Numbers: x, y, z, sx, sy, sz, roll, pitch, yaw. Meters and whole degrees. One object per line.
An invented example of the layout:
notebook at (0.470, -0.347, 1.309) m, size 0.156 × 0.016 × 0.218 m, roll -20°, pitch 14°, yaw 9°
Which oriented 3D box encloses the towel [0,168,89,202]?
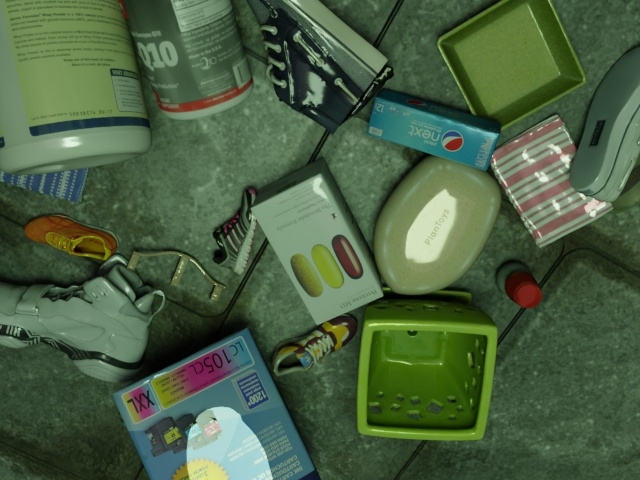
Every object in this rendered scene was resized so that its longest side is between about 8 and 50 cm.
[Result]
towel at (-0.564, -0.224, 1.100) m, size 0.336 × 0.040 × 0.243 m, roll 18°, pitch 107°, yaw -6°

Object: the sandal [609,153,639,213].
sandal at (0.595, -0.159, 1.044) m, size 0.120 × 0.086 × 0.303 m, roll 35°, pitch 109°, yaw -5°

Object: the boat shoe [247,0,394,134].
boat shoe at (-0.055, -0.315, 0.992) m, size 0.340 × 0.127 × 0.158 m, roll 36°, pitch 99°, yaw -11°

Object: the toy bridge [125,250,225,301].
toy bridge at (-0.268, 0.057, 1.175) m, size 0.188 × 0.026 × 0.063 m, roll 23°, pitch 82°, yaw -17°

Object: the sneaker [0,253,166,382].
sneaker at (-0.476, 0.110, 1.161) m, size 0.365 × 0.137 × 0.210 m, roll 26°, pitch 107°, yaw -12°

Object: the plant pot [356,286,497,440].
plant pot at (0.180, 0.206, 1.127) m, size 0.227 × 0.207 × 0.228 m, roll 3°, pitch 110°, yaw 2°

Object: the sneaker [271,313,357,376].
sneaker at (-0.010, 0.211, 1.201) m, size 0.185 × 0.084 × 0.069 m, roll -30°, pitch 106°, yaw 12°

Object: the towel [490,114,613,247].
towel at (0.400, -0.102, 1.082) m, size 0.144 × 0.029 × 0.197 m, roll -31°, pitch 91°, yaw 12°

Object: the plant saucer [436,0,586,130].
plant saucer at (0.314, -0.299, 1.030) m, size 0.188 × 0.045 × 0.188 m, roll -29°, pitch 106°, yaw 11°

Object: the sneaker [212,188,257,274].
sneaker at (-0.159, -0.018, 1.137) m, size 0.074 × 0.063 × 0.170 m, roll 12°, pitch 114°, yaw -9°

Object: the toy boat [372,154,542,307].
toy boat at (0.252, 0.012, 1.104) m, size 0.318 × 0.148 × 0.267 m, roll 34°, pitch 102°, yaw -2°

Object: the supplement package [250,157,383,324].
supplement package at (0.000, 0.000, 1.100) m, size 0.139 × 0.134 × 0.244 m, roll -26°, pitch 107°, yaw 11°

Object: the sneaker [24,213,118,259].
sneaker at (-0.469, -0.007, 1.152) m, size 0.175 × 0.067 × 0.064 m, roll 10°, pitch 111°, yaw 0°

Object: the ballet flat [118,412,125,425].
ballet flat at (-0.226, 0.361, 1.258) m, size 0.348 × 0.123 × 0.123 m, roll 17°, pitch 109°, yaw -3°

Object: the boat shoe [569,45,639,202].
boat shoe at (0.500, -0.189, 1.029) m, size 0.084 × 0.095 × 0.258 m, roll 21°, pitch 96°, yaw -22°

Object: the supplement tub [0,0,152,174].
supplement tub at (-0.404, -0.277, 0.948) m, size 0.235 × 0.235 × 0.325 m, roll -10°, pitch 96°, yaw 5°

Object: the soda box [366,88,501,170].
soda box at (0.189, -0.187, 1.032) m, size 0.210 × 0.071 × 0.067 m, roll 20°, pitch 120°, yaw 9°

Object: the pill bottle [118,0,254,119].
pill bottle at (-0.213, -0.344, 0.939) m, size 0.161 × 0.161 × 0.283 m, roll -11°, pitch 124°, yaw 6°

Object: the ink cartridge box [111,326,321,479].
ink cartridge box at (-0.169, 0.395, 1.132) m, size 0.270 × 0.151 × 0.395 m, roll -26°, pitch 86°, yaw -12°
